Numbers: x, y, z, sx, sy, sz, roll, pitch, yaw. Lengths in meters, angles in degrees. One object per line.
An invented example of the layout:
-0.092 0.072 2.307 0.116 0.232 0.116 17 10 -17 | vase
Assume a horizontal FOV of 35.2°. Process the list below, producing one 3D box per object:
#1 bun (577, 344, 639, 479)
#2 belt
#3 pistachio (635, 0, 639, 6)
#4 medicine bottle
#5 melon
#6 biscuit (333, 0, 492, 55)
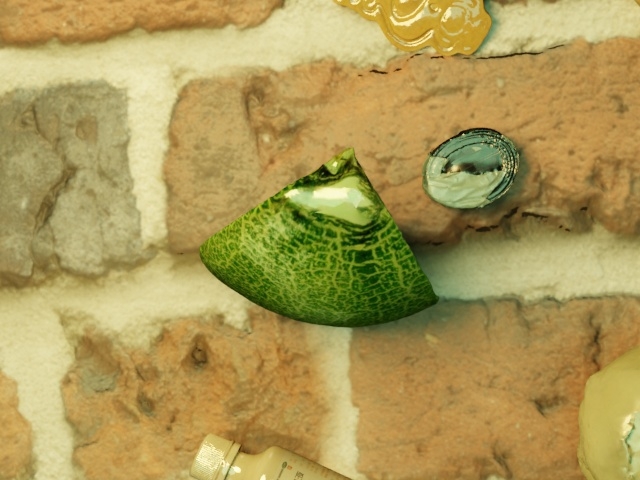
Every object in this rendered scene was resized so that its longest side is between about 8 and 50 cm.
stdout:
0.497 0.261 1.305 0.360 0.211 0.359 0 91 -6 | bun
0.206 -0.098 1.389 0.140 0.058 0.105 -22 96 2 | belt
0.502 -0.358 1.275 0.238 0.229 0.321 -35 99 -28 | pistachio
-0.056 0.347 1.400 0.252 0.114 0.114 25 94 5 | medicine bottle
0.000 0.000 1.274 0.331 0.343 0.226 21 90 6 | melon
0.125 -0.339 1.383 0.236 0.040 0.144 33 115 0 | biscuit
